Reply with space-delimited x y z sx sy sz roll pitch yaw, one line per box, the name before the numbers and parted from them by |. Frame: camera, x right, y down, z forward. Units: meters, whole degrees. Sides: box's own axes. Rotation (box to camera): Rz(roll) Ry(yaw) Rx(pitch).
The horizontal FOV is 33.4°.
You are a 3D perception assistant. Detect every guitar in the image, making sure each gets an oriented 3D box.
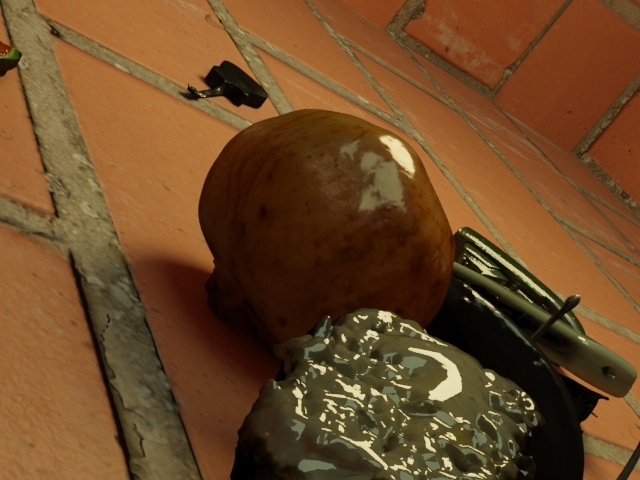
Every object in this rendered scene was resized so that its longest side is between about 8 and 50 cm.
guitar | -0.143 -0.223 1.546 0.088 0.025 0.233 41 18 5

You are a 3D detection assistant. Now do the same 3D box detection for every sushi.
sushi | 0.027 0.162 0.709 0.196 0.182 0.343 35 17 5

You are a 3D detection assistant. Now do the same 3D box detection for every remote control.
remote control | 0.265 0.107 1.381 0.140 0.056 0.296 31 2 -38

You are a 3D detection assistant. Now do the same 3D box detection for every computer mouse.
computer mouse | 0.188 0.146 1.039 0.269 0.086 0.137 63 -11 10

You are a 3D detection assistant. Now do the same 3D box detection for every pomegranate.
pomegranate | 0.000 0.000 0.977 0.248 0.248 0.248 34 18 -13

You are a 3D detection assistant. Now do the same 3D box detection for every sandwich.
sandwich | -0.351 -0.188 1.054 0.067 0.029 0.135 43 19 31

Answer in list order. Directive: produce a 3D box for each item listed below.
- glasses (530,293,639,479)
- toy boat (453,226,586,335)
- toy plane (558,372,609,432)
glasses | 0.243 0.173 1.093 0.088 0.220 0.189 -18 50 -22
toy boat | 0.283 0.084 1.551 0.260 0.078 0.085 43 37 17
toy plane | 0.287 0.183 1.341 0.235 0.060 0.096 24 15 -46
